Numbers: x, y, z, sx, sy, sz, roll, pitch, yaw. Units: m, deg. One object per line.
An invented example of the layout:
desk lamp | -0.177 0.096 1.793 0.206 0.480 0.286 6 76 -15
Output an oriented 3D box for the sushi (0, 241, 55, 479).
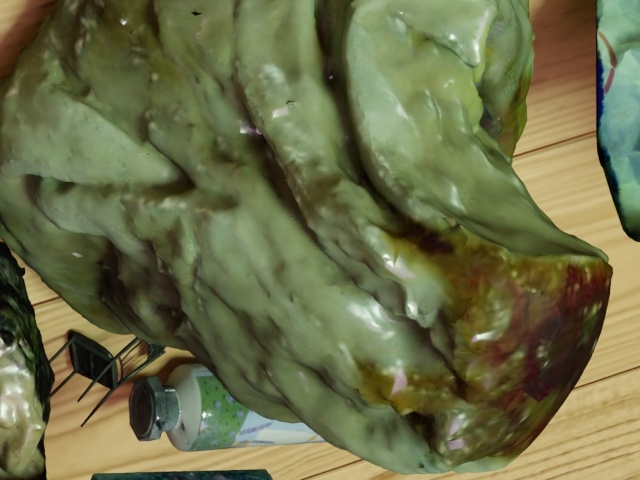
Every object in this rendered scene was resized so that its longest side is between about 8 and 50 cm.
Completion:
sushi | -0.299 0.122 0.778 0.350 0.171 0.211 -28 136 1

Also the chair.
chair | -0.132 0.072 0.907 0.086 0.042 0.037 -41 150 -38

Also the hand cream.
hand cream | -0.003 0.104 0.987 0.256 0.055 0.088 1 135 -33

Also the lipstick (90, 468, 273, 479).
lipstick | -0.159 0.145 0.713 0.312 0.051 0.051 4 127 -32

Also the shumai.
shumai | 0.000 0.000 0.730 0.304 0.263 0.309 -17 136 -12

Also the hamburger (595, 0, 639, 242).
hamburger | 0.278 -0.078 0.833 0.276 0.261 0.150 13 160 7
